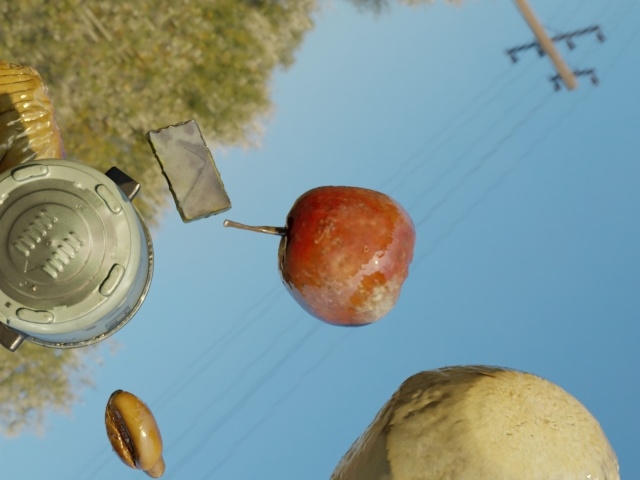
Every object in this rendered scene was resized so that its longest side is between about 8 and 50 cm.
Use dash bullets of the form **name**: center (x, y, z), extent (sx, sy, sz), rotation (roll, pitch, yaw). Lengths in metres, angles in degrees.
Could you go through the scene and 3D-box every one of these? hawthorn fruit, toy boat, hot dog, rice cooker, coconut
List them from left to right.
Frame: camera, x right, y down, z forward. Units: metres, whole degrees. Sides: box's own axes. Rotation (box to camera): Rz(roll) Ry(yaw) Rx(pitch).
- **hot dog**: center (-0.571, -0.148, 2.162), extent (0.196, 0.367, 0.365), rotation (-14, 158, -18)
- **rice cooker**: center (-0.343, 0.018, 1.508), extent (0.281, 0.241, 0.227), rotation (-56, 179, -9)
- **hot dog**: center (-0.256, 0.273, 1.609), extent (0.060, 0.140, 0.089), rotation (-23, -178, -42)
- **toy boat**: center (-0.147, -0.078, 1.284), extent (0.063, 0.115, 0.016), rotation (-18, 168, -26)
- **hawthorn fruit**: center (0.040, 0.007, 1.861), extent (0.231, 0.263, 0.235), rotation (-34, 176, 19)
- **coconut**: center (0.210, 0.373, 1.616), extent (0.415, 0.415, 0.345), rotation (-33, -135, 19)
